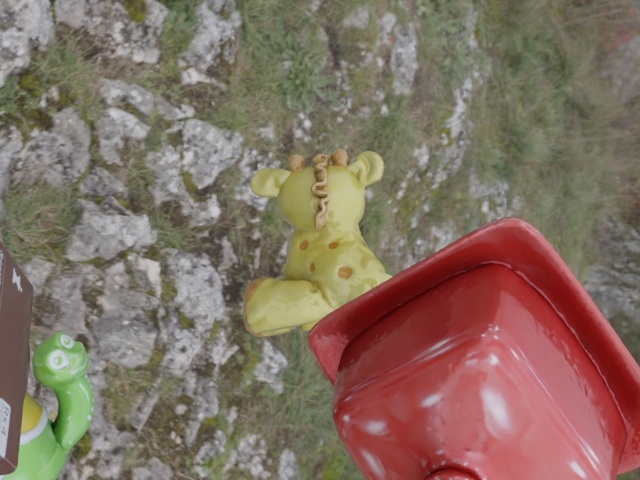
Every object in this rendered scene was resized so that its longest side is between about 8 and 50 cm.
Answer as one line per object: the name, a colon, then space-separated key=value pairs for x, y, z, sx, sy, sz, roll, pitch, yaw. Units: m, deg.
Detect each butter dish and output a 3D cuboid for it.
butter dish: x=0.075 y=0.098 z=0.342 sx=0.160 sy=0.159 sz=0.118 roll=53 pitch=30 yaw=-7

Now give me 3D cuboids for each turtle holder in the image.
turtle holder: x=-0.459 y=0.275 z=0.879 sx=0.320 sy=0.243 sz=0.228 roll=-23 pitch=113 yaw=6

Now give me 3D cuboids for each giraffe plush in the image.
giraffe plush: x=0.000 y=0.000 z=0.699 sx=0.181 sy=0.210 sz=0.171 roll=-5 pitch=78 yaw=-23

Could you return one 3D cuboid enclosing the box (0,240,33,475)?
box: x=-0.456 y=0.114 z=0.555 sx=0.381 sy=0.143 sz=0.191 roll=-8 pitch=55 yaw=-6
